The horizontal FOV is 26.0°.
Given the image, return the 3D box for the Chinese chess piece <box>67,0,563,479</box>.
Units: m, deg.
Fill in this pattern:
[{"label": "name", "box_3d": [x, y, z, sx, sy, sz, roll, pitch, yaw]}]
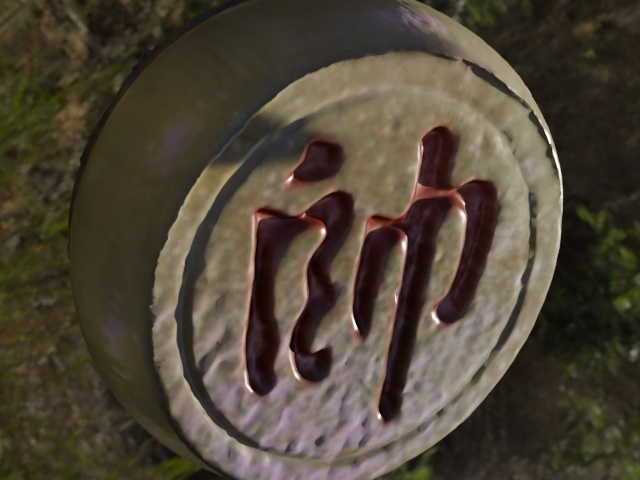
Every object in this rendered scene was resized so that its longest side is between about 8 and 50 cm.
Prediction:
[{"label": "Chinese chess piece", "box_3d": [0.000, 0.000, 0.736, 0.270, 0.270, 0.112, 38, 0, -39]}]
